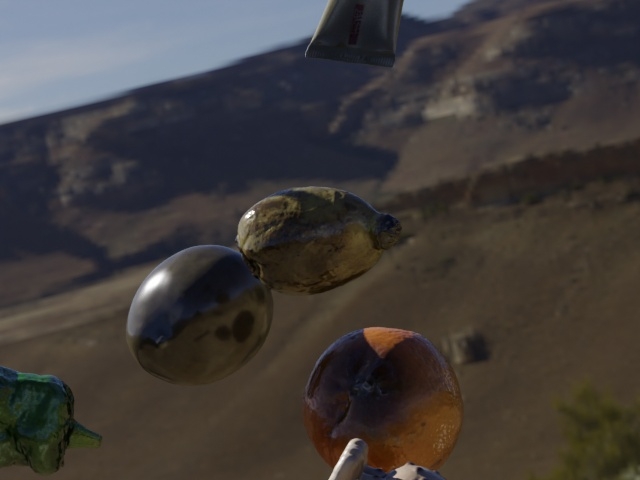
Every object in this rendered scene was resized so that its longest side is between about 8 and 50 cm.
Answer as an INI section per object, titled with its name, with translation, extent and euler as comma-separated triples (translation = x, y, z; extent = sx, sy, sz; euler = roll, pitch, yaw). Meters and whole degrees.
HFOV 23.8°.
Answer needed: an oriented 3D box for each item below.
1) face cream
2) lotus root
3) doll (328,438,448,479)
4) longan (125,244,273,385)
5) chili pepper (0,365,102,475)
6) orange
[face cream]
translation = 0.084, -0.414, 2.294
extent = 0.137, 0.341, 0.084
euler = 9, -22, 15
[lotus root]
translation = 0.000, 0.000, 1.818
extent = 0.214, 0.138, 0.138
euler = -6, 7, 21
[doll]
translation = 0.136, 0.264, 1.376
extent = 0.278, 0.119, 0.154
euler = 25, 5, -4
[longan]
translation = -0.168, 0.106, 2.145
extent = 0.220, 0.196, 0.196
euler = -43, -6, 19
[chili pepper]
translation = -0.352, 0.171, 1.528
extent = 0.270, 0.136, 0.099
euler = 16, 37, -5
[orange]
translation = 0.078, 0.219, 2.016
extent = 0.224, 0.224, 0.170
euler = -12, -30, 17
